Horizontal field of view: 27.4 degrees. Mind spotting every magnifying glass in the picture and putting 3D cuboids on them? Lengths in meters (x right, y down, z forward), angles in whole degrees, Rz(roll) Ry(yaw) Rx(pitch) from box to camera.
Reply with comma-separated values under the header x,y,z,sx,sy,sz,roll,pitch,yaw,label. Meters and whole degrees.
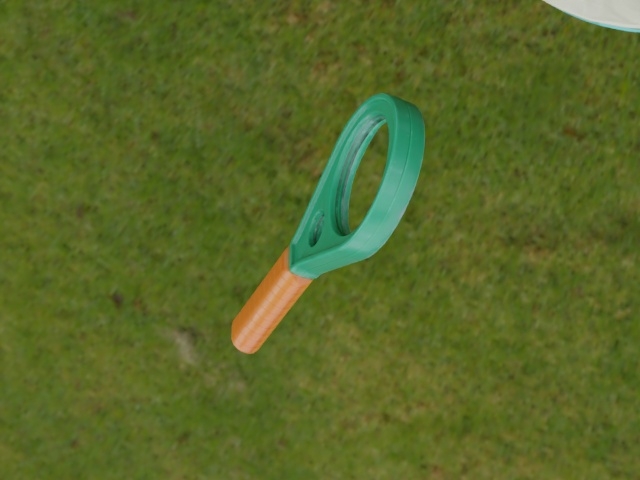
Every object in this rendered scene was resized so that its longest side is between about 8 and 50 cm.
x,y,z,sx,sy,sz,roll,pitch,yaw,label
0.000,0.000,0.797,0.026,0.092,0.231,17,139,-21,magnifying glass

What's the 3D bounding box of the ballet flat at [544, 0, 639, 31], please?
x,y,z,sx,sy,sz,roll,pitch,yaw,label
0.178,-0.242,1.044,0.248,0.086,0.086,30,141,31,ballet flat
